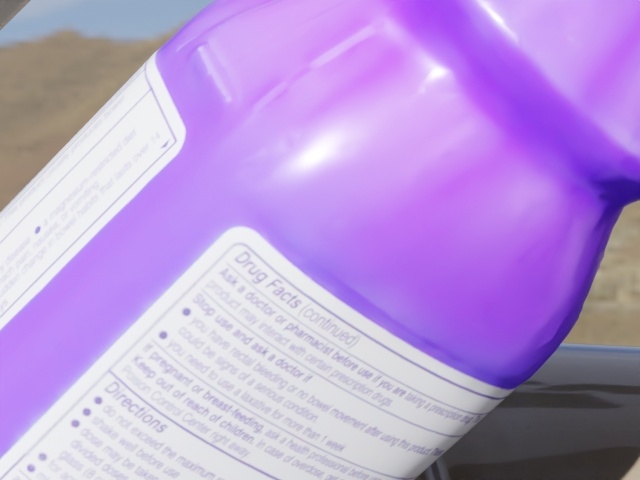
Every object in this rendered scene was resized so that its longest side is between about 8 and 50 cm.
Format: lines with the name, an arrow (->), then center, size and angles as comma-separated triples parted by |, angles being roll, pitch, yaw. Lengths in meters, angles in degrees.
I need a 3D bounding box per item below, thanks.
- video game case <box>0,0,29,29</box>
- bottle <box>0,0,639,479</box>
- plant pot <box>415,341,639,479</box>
video game case -> -0.166, -0.193, 0.690 | 0.036, 0.329, 0.300 | 11, -36, -42
bottle -> 0.000, 0.000, 0.461 | 0.118, 0.283, 0.092 | 31, 22, -41
plant pot -> 0.122, 0.162, 0.682 | 0.280, 0.323, 0.323 | -11, 1, -2
